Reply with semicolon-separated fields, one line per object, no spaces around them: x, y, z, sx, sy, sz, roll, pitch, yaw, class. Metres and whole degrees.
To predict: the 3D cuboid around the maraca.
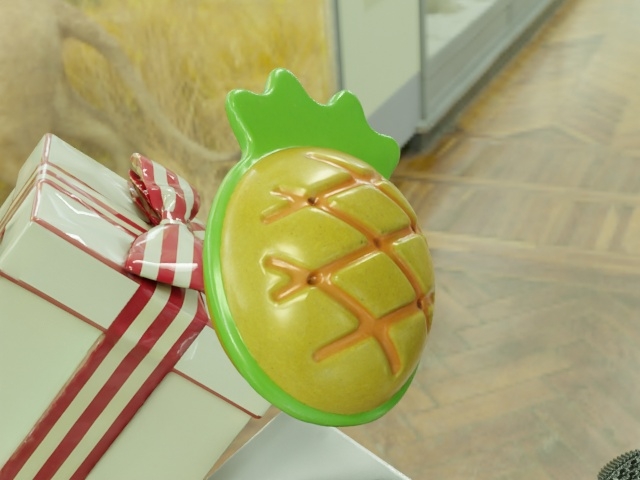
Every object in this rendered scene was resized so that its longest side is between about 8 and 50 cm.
0.000;0.000;0.511;0.127;0.185;0.099;16;-30;-34;maraca

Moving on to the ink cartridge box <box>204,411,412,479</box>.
-0.006;0.290;0.795;0.296;0.066;0.261;27;57;39;ink cartridge box

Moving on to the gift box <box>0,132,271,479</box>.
-0.167;0.080;0.851;0.276;0.258;0.255;31;12;-26;gift box

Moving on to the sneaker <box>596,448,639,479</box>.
0.230;0.171;0.572;0.057;0.075;0.161;-27;23;-37;sneaker
